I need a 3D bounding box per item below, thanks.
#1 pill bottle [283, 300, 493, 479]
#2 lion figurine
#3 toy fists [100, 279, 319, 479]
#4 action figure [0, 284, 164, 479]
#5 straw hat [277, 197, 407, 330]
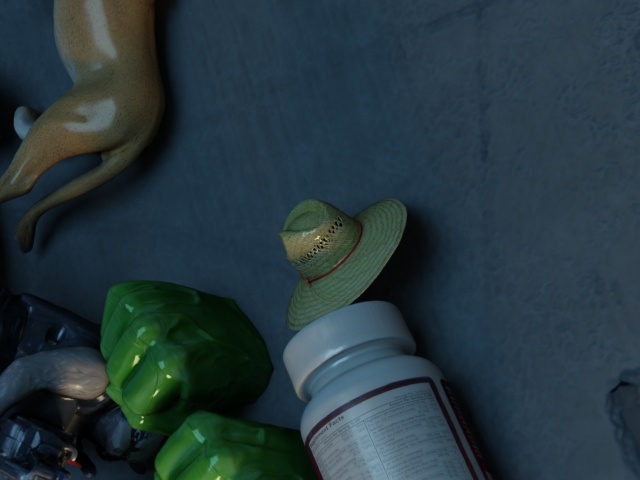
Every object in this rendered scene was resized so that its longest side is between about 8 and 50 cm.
[{"bbox_3d":[0.057,0.164,1.333,0.121,0.121,0.221,-36,62,23],"label":"pill bottle"},{"bbox_3d":[-0.202,-0.192,1.598,0.240,0.142,0.392,-6,91,26],"label":"lion figurine"},{"bbox_3d":[-0.091,0.146,1.426,0.096,0.142,0.279,-42,60,20],"label":"toy fists"},{"bbox_3d":[-0.254,0.093,1.452,0.178,0.330,0.341,-57,23,-6],"label":"action figure"},{"bbox_3d":[0.000,0.000,1.397,0.144,0.061,0.144,-43,20,20],"label":"straw hat"}]
